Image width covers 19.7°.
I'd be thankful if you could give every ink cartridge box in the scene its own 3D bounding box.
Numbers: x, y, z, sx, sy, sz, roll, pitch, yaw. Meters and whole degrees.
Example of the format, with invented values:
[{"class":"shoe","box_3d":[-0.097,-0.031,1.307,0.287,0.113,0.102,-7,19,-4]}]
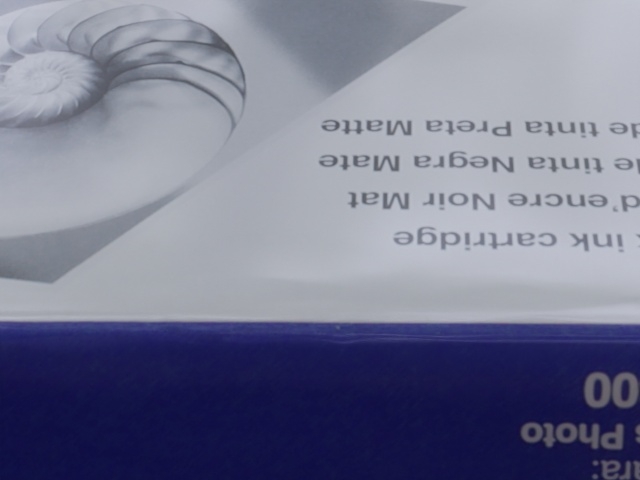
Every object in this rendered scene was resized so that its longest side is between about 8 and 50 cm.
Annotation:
[{"class":"ink cartridge box","box_3d":[0.000,0.000,0.352,0.223,0.045,0.224,-1,38,2]}]
